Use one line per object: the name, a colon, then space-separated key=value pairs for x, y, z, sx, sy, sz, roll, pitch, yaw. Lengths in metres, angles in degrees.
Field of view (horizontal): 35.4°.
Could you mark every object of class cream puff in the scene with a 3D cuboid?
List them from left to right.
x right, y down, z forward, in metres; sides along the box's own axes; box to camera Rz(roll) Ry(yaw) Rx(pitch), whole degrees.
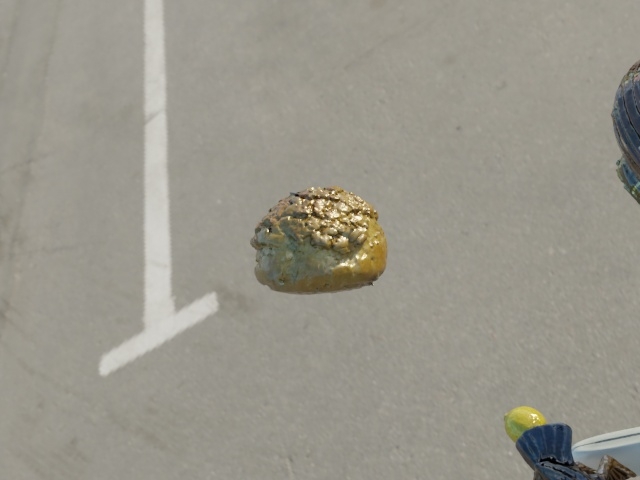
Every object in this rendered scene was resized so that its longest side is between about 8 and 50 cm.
cream puff: x=0.000 y=0.000 z=1.076 sx=0.150 sy=0.115 sz=0.165 roll=-5 pitch=2 yaw=-23

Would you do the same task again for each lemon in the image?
lemon: x=0.322 y=0.292 z=1.577 sx=0.062 sy=0.062 sz=0.083 roll=-50 pitch=40 yaw=-14

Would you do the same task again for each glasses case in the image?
glasses case: x=0.496 y=0.339 z=1.600 sx=0.197 sy=0.076 sz=0.049 roll=-19 pitch=28 yaw=26

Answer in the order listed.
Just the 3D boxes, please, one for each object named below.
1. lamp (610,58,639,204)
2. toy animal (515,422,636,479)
lamp: x=0.477 y=-0.135 z=1.252 sx=0.247 sy=0.247 sz=0.247 roll=-24 pitch=39 yaw=20
toy animal: x=0.396 y=0.398 z=1.480 sx=0.122 sy=0.298 sz=0.185 roll=-20 pitch=30 yaw=38
